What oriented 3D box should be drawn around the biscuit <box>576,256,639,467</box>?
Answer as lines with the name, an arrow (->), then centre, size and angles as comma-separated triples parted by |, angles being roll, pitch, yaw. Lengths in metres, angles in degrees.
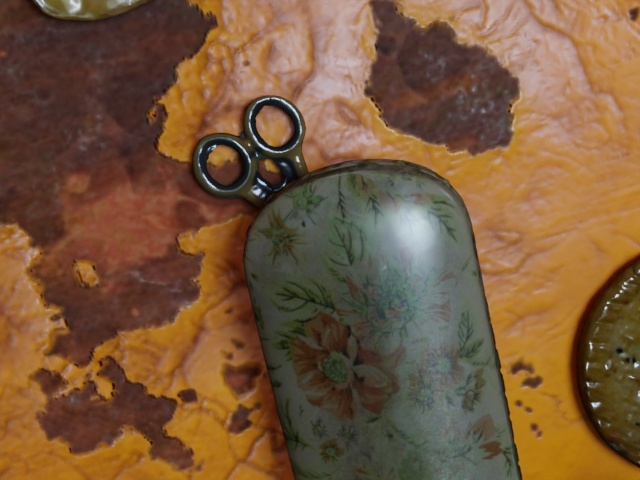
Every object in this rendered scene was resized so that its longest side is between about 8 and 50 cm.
biscuit -> 0.286, 0.091, 0.755 | 0.188, 0.027, 0.188 | -1, 98, -7

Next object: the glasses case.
glasses case -> 0.059, 0.152, 0.696 | 0.156, 0.098, 0.425 | -11, 104, 9

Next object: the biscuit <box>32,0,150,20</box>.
biscuit -> -0.126, -0.268, 0.652 | 0.203, 0.041, 0.260 | 23, 97, -12

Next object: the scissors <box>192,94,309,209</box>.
scissors -> 0.000, 0.000, 0.717 | 0.088, 0.017, 0.220 | -37, 101, 0
